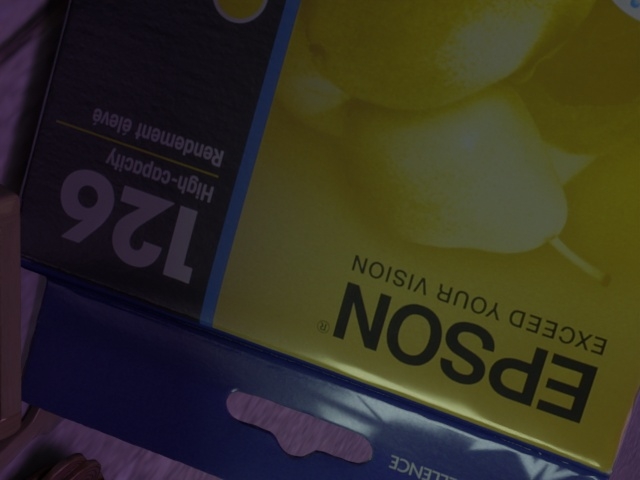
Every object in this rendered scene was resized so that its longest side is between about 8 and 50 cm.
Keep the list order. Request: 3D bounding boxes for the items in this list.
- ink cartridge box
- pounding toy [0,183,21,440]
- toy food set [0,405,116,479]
[{"bbox_3d":[0.011,-0.014,0.632,0.072,0.304,0.307,-13,120,-73],"label":"ink cartridge box"},{"bbox_3d":[-0.181,0.032,0.549,0.141,0.100,0.130,-24,130,-44],"label":"pounding toy"},{"bbox_3d":[-0.149,0.179,0.775,0.132,0.038,0.192,-48,148,-40],"label":"toy food set"}]
